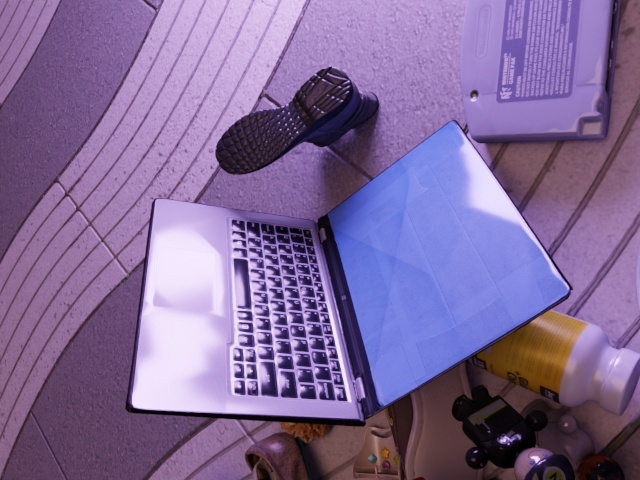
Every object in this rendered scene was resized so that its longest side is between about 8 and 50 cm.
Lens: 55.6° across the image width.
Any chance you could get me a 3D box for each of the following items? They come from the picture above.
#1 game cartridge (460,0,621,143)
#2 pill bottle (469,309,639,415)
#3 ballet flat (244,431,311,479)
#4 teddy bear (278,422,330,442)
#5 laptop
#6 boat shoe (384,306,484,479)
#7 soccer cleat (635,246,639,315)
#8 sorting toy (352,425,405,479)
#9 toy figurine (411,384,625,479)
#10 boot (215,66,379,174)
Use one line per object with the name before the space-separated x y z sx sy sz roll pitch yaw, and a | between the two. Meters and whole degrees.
game cartridge | 0.285 -0.276 0.802 0.196 0.060 0.294 6 89 34
pill bottle | 0.279 0.137 0.734 0.184 0.103 0.103 20 98 37
ballet flat | -0.043 0.442 0.907 0.316 0.106 0.107 62 139 40
teddy bear | 0.013 0.165 0.928 0.338 0.113 0.245 -34 69 30
laptop | 0.000 0.000 0.752 0.381 0.408 0.236 -103 27 -51
boat shoe | 0.141 0.223 0.821 0.097 0.117 0.324 -165 64 -70
soccer cleat | 0.390 0.139 0.626 0.116 0.143 0.331 -17 76 35
sorting toy | 0.092 0.314 0.899 0.083 0.045 0.075 -12 71 36
toy figurine | 0.223 0.290 0.691 0.213 0.210 0.148 -62 36 11
boot | -0.028 -0.165 0.948 0.247 0.161 0.083 -29 77 17
